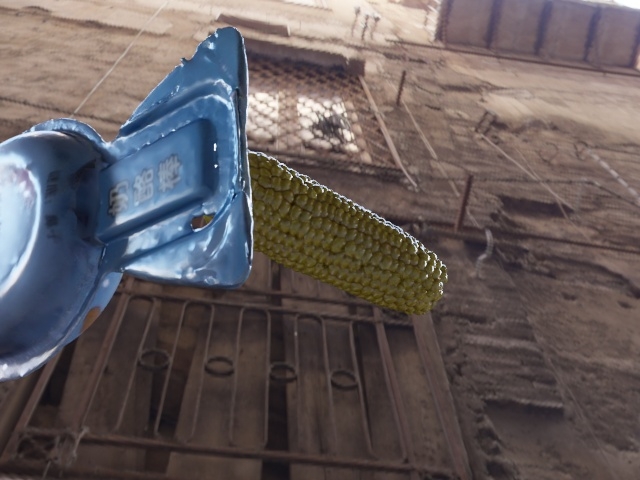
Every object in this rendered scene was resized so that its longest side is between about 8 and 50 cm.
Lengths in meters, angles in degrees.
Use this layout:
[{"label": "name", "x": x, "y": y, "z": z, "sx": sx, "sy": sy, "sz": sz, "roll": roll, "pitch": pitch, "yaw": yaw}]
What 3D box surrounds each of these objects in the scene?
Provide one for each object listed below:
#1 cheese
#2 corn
[{"label": "cheese", "x": -0.123, "y": -0.006, "z": 0.409, "sx": 0.244, "sy": 0.135, "sz": 0.052, "roll": -20, "pitch": -24, "yaw": 35}, {"label": "corn", "x": 0.002, "y": -0.004, "z": 0.831, "sx": 0.260, "sy": 0.091, "sz": 0.091, "roll": 28, "pitch": -104, "yaw": -10}]
